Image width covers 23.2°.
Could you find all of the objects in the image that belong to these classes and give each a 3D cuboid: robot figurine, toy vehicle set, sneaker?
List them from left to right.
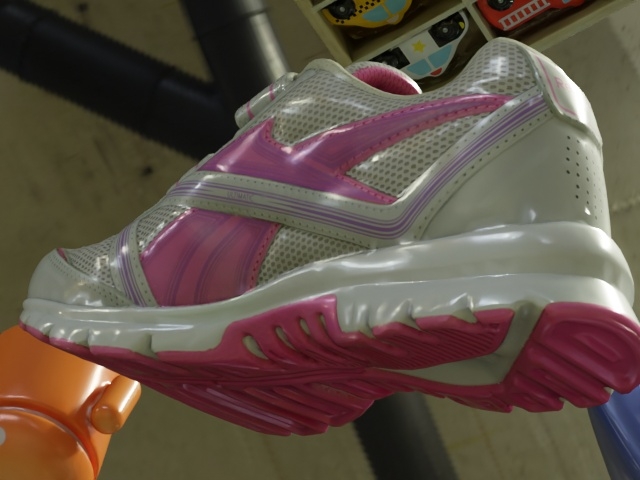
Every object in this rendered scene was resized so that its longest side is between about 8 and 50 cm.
[{"bbox_3d":[-0.236,0.154,1.295,0.158,0.219,0.128,12,-53,0],"label":"robot figurine"},{"bbox_3d":[0.000,0.000,0.535,0.252,0.103,0.111,-8,-116,37],"label":"sneaker"},{"bbox_3d":[0.110,-0.194,0.939,0.267,0.035,0.166,-27,-62,22],"label":"toy vehicle set"}]

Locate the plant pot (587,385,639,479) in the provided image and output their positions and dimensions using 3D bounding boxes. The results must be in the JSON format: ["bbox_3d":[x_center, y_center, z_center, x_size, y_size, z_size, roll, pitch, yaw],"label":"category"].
[{"bbox_3d":[0.272,0.150,0.663,0.236,0.212,0.236,-22,-52,5],"label":"plant pot"}]
